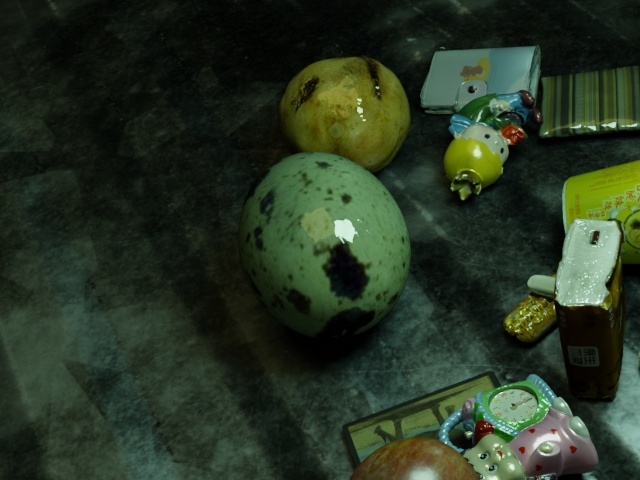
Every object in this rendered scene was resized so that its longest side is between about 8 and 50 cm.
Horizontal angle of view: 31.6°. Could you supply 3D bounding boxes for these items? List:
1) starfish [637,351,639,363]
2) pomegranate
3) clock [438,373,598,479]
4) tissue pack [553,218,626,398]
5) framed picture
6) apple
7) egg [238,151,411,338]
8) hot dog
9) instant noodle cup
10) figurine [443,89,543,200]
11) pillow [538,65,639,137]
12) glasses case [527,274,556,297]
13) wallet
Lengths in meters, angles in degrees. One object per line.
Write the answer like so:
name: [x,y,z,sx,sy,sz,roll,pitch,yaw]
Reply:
starfish: [0.643,0.170,1.691,0.302,0.060,0.299,18,51,32]
pomegranate: [0.045,-0.239,2.202,0.260,0.260,0.260,-10,43,9]
clock: [0.271,0.298,1.636,0.195,0.100,0.194,-25,39,-12]
tissue pack: [0.410,0.104,1.713,0.092,0.226,0.183,2,46,18]
framed picture: [0.199,0.359,1.676,0.265,0.016,0.347,-19,43,-2]
apple: [0.127,0.357,1.506,0.188,0.188,0.174,6,23,24]
egg: [0.000,0.000,1.918,0.287,0.288,0.379,-25,44,-8]
hot dog: [0.367,0.109,1.858,0.165,0.045,0.071,-36,47,-21]
instant noodle cup: [0.531,-0.048,1.868,0.236,0.215,0.215,-6,43,24]
figurine: [0.324,-0.182,2.123,0.185,0.127,0.234,-11,29,19]
pillow: [0.530,-0.267,2.193,0.212,0.052,0.208,-3,41,16]
glasses case: [0.377,0.076,1.838,0.083,0.021,0.032,13,50,28]
wallet: [0.329,-0.319,2.307,0.231,0.069,0.170,4,64,27]
